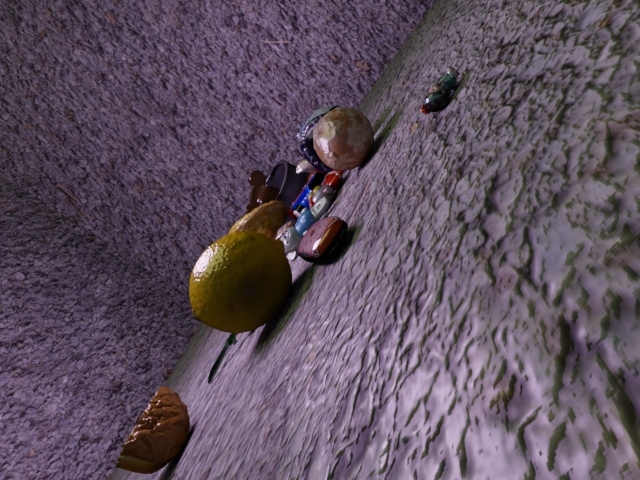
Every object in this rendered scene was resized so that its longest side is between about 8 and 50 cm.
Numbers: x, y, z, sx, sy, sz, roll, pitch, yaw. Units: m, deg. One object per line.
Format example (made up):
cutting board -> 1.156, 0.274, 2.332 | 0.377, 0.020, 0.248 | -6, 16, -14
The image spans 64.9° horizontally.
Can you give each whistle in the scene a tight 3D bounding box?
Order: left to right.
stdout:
whistle -> -0.053, -0.045, 1.597 | 0.235, 0.077, 0.114 | -50, 42, 21

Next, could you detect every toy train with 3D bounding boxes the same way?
toy train -> -0.045, -0.174, 2.035 | 0.204, 0.083, 0.131 | -57, 11, -8

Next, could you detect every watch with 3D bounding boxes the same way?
watch -> -0.179, -0.188, 2.346 | 0.327, 0.314, 0.335 | -12, 57, 62

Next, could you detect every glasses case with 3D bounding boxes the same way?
glasses case -> -0.192, 0.055, 1.953 | 0.321, 0.082, 0.122 | -51, 4, 22
glasses case -> 0.000, 0.000, 1.169 | 0.103, 0.067, 0.267 | -55, 9, -10

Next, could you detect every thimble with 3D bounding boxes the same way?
thimble -> 0.036, -0.375, 1.842 | 0.237, 0.237, 0.150 | -50, 11, 30

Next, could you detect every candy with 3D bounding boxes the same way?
candy -> -0.270, 0.305, 1.506 | 0.323, 0.097, 0.097 | -60, 7, 18

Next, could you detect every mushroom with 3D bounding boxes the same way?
mushroom -> 0.002, -0.310, 2.012 | 0.209, 0.071, 0.084 | -13, 4, -4

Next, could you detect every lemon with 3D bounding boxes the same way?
lemon -> -0.201, 0.105, 1.279 | 0.267, 0.267, 0.267 | -53, 9, 12

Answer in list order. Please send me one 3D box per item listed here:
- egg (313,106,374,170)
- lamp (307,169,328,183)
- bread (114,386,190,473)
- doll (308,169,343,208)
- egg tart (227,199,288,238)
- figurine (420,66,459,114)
egg -> 0.073, -0.315, 1.575 | 0.195, 0.195, 0.233 | -47, 25, 44
lamp -> -0.009, -0.260, 2.140 | 0.101, 0.090, 0.101 | -30, -35, -24
bread -> -0.420, 0.502, 1.306 | 0.143, 0.140, 0.229 | -53, 8, 28
doll -> 0.018, -0.168, 1.702 | 0.142, 0.076, 0.245 | -46, 8, 49
egg tart -> -0.235, -0.029, 2.056 | 0.319, 0.128, 0.319 | -37, -14, -11
figurine -> 0.253, -0.315, 1.063 | 0.106, 0.047, 0.060 | -55, 17, -17
